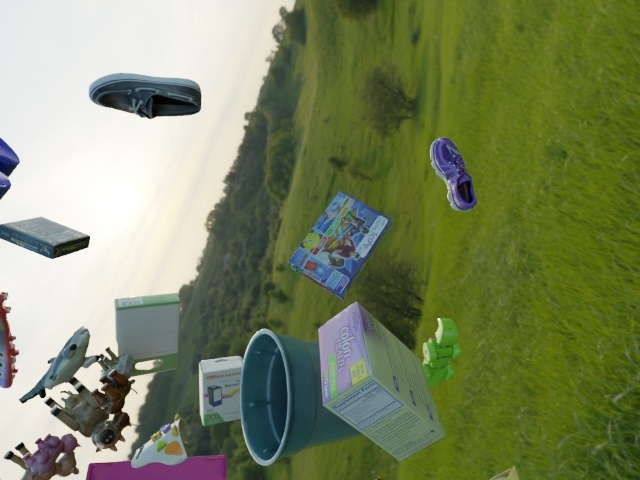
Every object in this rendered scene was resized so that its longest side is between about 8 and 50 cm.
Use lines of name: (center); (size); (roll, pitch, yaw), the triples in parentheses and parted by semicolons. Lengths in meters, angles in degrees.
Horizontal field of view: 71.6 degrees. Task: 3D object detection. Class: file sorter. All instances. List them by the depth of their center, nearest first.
file sorter: (-0.365, 0.619, 0.987); (0.182, 0.291, 0.202); (109, 159, -47)

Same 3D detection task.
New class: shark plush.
shark plush: (-0.496, 0.243, 0.847); (0.161, 0.067, 0.073); (-55, -33, -5)

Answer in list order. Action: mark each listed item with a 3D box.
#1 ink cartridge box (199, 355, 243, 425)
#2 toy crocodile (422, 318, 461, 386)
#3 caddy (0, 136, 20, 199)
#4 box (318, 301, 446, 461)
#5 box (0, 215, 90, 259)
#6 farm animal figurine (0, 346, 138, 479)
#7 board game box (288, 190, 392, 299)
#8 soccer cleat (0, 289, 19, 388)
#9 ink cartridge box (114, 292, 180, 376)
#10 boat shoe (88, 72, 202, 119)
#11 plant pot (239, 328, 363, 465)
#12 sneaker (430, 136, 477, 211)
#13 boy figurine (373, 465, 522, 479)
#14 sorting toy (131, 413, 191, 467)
ink cartridge box: (-0.354, 0.540, 1.602); (0.093, 0.154, 0.212); (-152, 62, -65)
toy crocodile: (0.404, 0.405, 1.541); (0.105, 0.115, 0.340); (-103, 9, -47)
caddy: (-0.767, -0.155, 0.837); (0.179, 0.341, 0.241); (-39, 41, 7)
box: (0.120, 0.291, 0.927); (0.117, 0.243, 0.213); (-38, 25, 17)
box: (-1.010, -0.014, 1.632); (0.183, 0.233, 0.059); (-45, -27, -73)
farm animal figurine: (-0.572, 0.454, 1.062); (0.330, 0.172, 0.327); (-39, 23, -15)
board game box: (0.044, 0.006, 0.942); (0.201, 0.136, 0.035); (-54, -15, -18)
soccer cleat: (-0.796, 0.240, 1.073); (0.083, 0.095, 0.248); (6, 101, 62)
ink cartridge box: (-0.496, 0.271, 1.272); (0.056, 0.171, 0.235); (40, 127, 52)
boat shoe: (-0.486, -0.390, 1.240); (0.108, 0.301, 0.102); (113, 150, -56)
plant pot: (-0.013, 0.429, 1.254); (0.341, 0.334, 0.341); (-25, 61, 57)
sneaker: (0.295, -0.145, 0.950); (0.071, 0.068, 0.170); (161, 84, -85)
boy figurine: (0.224, 0.429, 0.727); (0.177, 0.285, 0.092); (102, 163, -51)
sorting toy: (-0.232, 0.296, 0.640); (0.044, 0.075, 0.083); (66, 168, -6)
